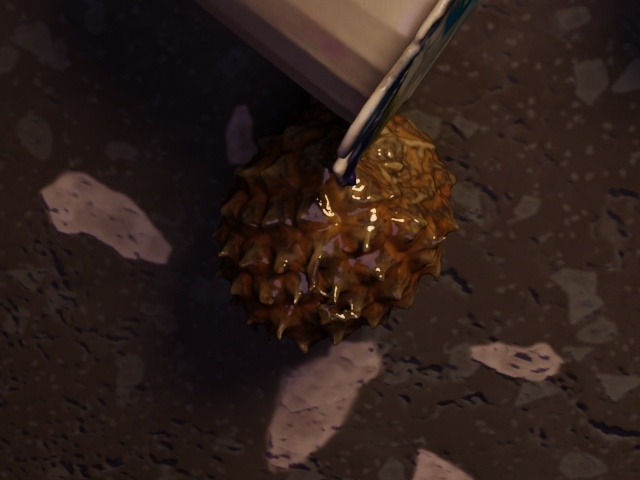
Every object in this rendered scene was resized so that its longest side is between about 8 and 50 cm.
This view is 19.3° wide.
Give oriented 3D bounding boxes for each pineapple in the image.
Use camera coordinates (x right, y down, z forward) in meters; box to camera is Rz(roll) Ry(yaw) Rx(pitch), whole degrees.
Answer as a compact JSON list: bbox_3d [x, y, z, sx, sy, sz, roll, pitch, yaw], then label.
[{"bbox_3d":[0.000,0.000,1.297,0.166,0.166,0.193,31,129,-11],"label":"pineapple"}]

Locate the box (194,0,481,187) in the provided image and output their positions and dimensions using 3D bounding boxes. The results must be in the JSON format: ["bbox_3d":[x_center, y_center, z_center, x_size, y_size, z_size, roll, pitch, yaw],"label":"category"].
[{"bbox_3d":[-0.004,-0.184,1.142,0.206,0.291,0.262,35,137,4],"label":"box"}]
